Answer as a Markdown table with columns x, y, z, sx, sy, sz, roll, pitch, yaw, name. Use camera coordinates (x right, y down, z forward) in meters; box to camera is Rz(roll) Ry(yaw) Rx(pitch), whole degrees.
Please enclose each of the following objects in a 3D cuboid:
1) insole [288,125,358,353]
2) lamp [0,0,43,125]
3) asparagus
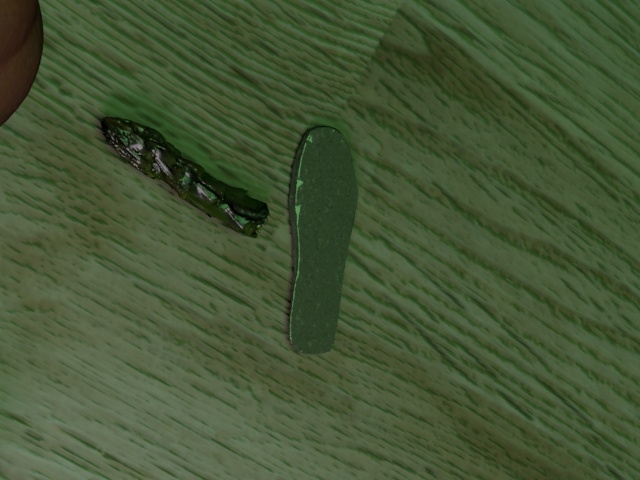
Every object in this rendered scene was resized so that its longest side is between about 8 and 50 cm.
| x | y | z | sx | sy | sz | roll | pitch | yaw | name |
| --- | --- | --- | --- | --- | --- | --- | --- | --- | --- |
| 0.000 | 0.000 | 1.394 | 0.063 | 0.010 | 0.192 | 4 | 94 | -28 | insole |
| -0.332 | -0.157 | 1.073 | 0.305 | 0.240 | 0.305 | -15 | 144 | -11 | lamp |
| -0.108 | -0.052 | 1.320 | 0.165 | 0.030 | 0.036 | 35 | 102 | -28 | asparagus |
